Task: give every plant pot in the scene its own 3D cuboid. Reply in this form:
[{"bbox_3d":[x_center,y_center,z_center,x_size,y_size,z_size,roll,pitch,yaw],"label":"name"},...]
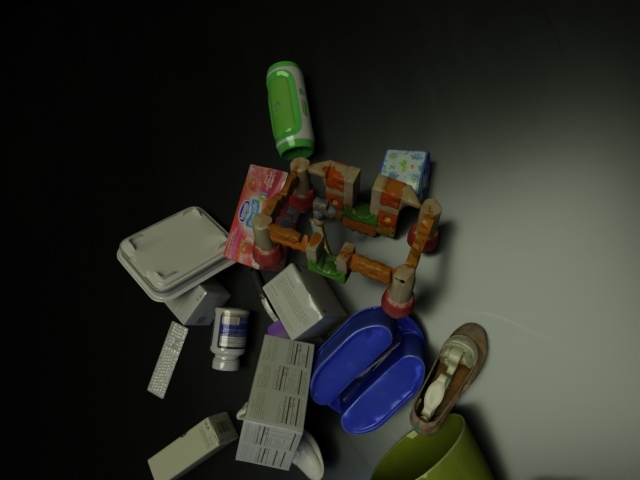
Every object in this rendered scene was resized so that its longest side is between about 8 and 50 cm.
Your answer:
[{"bbox_3d":[0.311,0.611,1.091,0.274,0.275,0.293,-38,83,14],"label":"plant pot"}]

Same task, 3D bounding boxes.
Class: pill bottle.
[{"bbox_3d":[-0.286,0.306,1.473,0.112,0.112,0.187,4,83,25],"label":"pill bottle"}]

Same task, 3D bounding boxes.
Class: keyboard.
[{"bbox_3d":[-0.526,0.411,1.620,0.072,0.014,0.256,20,91,26],"label":"keyboard"}]

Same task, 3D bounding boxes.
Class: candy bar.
[{"bbox_3d":[0.000,0.000,1.444,0.040,0.018,0.162,-21,74,20],"label":"candy bar"}]

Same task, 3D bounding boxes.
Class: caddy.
[{"bbox_3d":[0.125,0.335,1.248,0.241,0.179,0.341,44,101,1],"label":"caddy"}]

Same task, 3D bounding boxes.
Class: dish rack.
[{"bbox_3d":[-0.448,0.020,1.500,0.332,0.072,0.285,-33,61,-31],"label":"dish rack"}]

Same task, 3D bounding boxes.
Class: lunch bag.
[{"bbox_3d":[0.235,-0.178,1.322,0.128,0.096,0.151,8,95,26],"label":"lunch bag"}]

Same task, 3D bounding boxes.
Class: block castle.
[{"bbox_3d":[0.070,-0.011,1.247,0.453,0.213,0.303,20,58,15],"label":"block castle"}]

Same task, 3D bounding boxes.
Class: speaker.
[{"bbox_3d":[-0.096,-0.411,1.496,0.131,0.131,0.297,-15,76,22],"label":"speaker"}]

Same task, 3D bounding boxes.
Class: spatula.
[{"bbox_3d":[-0.166,0.204,1.479,0.084,0.030,0.296,-32,70,16],"label":"spatula"}]

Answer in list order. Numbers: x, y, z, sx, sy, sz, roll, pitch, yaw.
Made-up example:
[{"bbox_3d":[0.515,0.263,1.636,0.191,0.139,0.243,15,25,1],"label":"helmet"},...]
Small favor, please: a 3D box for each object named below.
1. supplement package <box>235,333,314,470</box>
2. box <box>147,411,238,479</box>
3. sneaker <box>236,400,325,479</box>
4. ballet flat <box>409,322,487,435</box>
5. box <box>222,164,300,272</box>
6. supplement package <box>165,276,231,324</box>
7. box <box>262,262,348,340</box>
[{"bbox_3d":[-0.117,0.424,1.244,0.145,0.262,0.204,14,128,-3],"label":"supplement package"},{"bbox_3d":[-0.398,0.651,1.469,0.275,0.113,0.094,-37,68,14],"label":"box"},{"bbox_3d":[-0.116,0.568,1.325,0.305,0.152,0.114,39,133,30],"label":"sneaker"},{"bbox_3d":[0.316,0.324,1.139,0.107,0.106,0.316,21,67,30],"label":"ballet flat"},{"bbox_3d":[-0.165,-0.064,1.457,0.142,0.154,0.300,17,90,26],"label":"box"},{"bbox_3d":[-0.442,0.151,1.555,0.244,0.139,0.134,41,98,26],"label":"supplement package"},{"bbox_3d":[-0.040,0.176,1.343,0.119,0.182,0.181,-39,68,16],"label":"box"}]
